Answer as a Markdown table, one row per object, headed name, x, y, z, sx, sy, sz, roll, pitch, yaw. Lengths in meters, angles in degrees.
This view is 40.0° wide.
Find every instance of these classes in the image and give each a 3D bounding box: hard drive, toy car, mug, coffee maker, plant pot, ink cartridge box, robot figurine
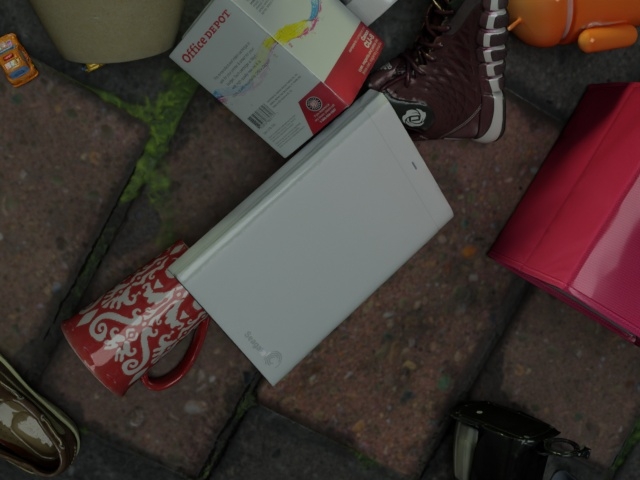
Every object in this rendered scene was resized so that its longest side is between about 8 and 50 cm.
| name | x | y | z | sx | sy | sz | roll | pitch | yaw |
| --- | --- | --- | --- | --- | --- | --- | --- | --- | --- |
| hard drive | 0.000 | 0.000 | 1.024 | 0.307 | 0.040 | 0.203 | -43 | 124 | -10 |
| toy car | -0.313 | -0.213 | 1.000 | 0.121 | 0.040 | 0.060 | -13 | 100 | -6 |
| mug | -0.198 | 0.092 | 1.046 | 0.169 | 0.150 | 0.113 | -40 | 65 | -5 |
| coffee maker | 0.227 | 0.312 | 1.093 | 0.120 | 0.171 | 0.178 | 2 | 100 | -25 |
| plant pot | -0.229 | -0.334 | 0.910 | 0.256 | 0.256 | 0.274 | -8 | 117 | -7 |
| ink cartridge box | -0.047 | -0.211 | 0.969 | 0.176 | 0.128 | 0.127 | 40 | 50 | -15 |
| robot figurine | 0.307 | -0.299 | 1.034 | 0.219 | 0.128 | 0.158 | -14 | 100 | -6 |

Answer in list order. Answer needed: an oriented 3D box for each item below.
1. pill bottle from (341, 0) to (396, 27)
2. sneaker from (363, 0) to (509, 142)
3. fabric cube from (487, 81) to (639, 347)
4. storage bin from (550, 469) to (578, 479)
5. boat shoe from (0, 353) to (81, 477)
| name | x | y | z | sx | sy | sz | roll | pitch | yaw |
| --- | --- | --- | --- | --- | --- | --- | --- | --- | --- |
| pill bottle | 0.006 | -0.351 | 0.986 | 0.121 | 0.121 | 0.221 | -44 | 102 | 0 |
| sneaker | 0.125 | -0.225 | 1.000 | 0.162 | 0.106 | 0.282 | -8 | 125 | 2 |
| fabric cube | 0.398 | -0.012 | 1.025 | 0.254 | 0.259 | 0.258 | 31 | 93 | -10 |
| storage bin | 0.344 | 0.391 | 1.166 | 0.091 | 0.098 | 0.135 | 24 | 94 | -21 |
| boat shoe | -0.391 | 0.185 | 1.020 | 0.257 | 0.095 | 0.095 | 36 | 92 | -12 |
